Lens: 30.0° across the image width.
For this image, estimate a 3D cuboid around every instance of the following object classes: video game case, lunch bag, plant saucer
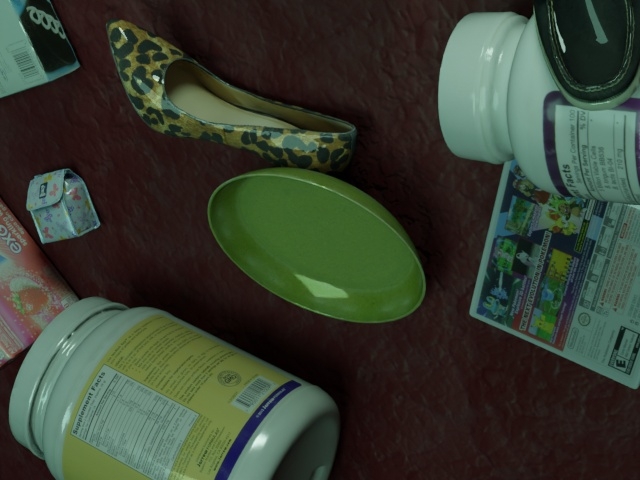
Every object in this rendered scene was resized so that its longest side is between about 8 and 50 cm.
[{"bbox_3d":[0.243,0.027,1.134,0.183,0.023,0.201,24,130,21],"label":"video game case"},{"bbox_3d":[-0.321,-0.044,1.468,0.071,0.053,0.083,-9,103,37],"label":"lunch bag"},{"bbox_3d":[0.000,0.000,1.232,0.241,0.037,0.241,18,149,12],"label":"plant saucer"}]

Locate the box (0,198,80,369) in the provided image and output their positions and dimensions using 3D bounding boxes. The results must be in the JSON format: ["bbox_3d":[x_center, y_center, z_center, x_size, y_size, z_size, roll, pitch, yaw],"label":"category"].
[{"bbox_3d":[-0.477,0.028,1.559,0.154,0.142,0.300,-32,97,42],"label":"box"}]

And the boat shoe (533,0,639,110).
[{"bbox_3d":[0.185,-0.207,0.868,0.084,0.079,0.233,-9,71,24],"label":"boat shoe"}]

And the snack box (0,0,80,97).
[{"bbox_3d":[-0.418,-0.316,1.357,0.187,0.060,0.322,-9,112,38],"label":"snack box"}]

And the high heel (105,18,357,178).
[{"bbox_3d":[-0.086,-0.151,1.201,0.186,0.093,0.261,-24,115,45],"label":"high heel"}]

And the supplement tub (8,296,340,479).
[{"bbox_3d":[-0.170,0.222,1.399,0.331,0.241,0.241,24,129,22],"label":"supplement tub"}]

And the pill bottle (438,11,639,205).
[{"bbox_3d":[0.253,-0.111,0.941,0.302,0.169,0.169,10,122,31],"label":"pill bottle"}]
